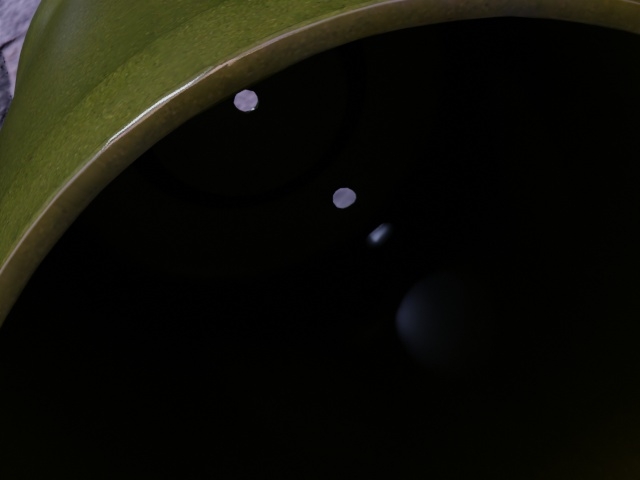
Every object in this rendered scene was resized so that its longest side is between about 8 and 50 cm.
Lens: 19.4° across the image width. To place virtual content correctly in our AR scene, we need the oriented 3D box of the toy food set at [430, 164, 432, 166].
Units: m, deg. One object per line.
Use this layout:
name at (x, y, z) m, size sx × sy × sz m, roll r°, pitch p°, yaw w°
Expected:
toy food set at (0.106, -0.053, 1.007) m, size 0.122 × 0.019 × 0.078 m, roll 3°, pitch 56°, yaw 34°

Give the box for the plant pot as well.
plant pot at (0.000, 0.000, 0.825) m, size 0.366 × 0.366 × 0.353 m, roll -34°, pitch 32°, yaw 3°
